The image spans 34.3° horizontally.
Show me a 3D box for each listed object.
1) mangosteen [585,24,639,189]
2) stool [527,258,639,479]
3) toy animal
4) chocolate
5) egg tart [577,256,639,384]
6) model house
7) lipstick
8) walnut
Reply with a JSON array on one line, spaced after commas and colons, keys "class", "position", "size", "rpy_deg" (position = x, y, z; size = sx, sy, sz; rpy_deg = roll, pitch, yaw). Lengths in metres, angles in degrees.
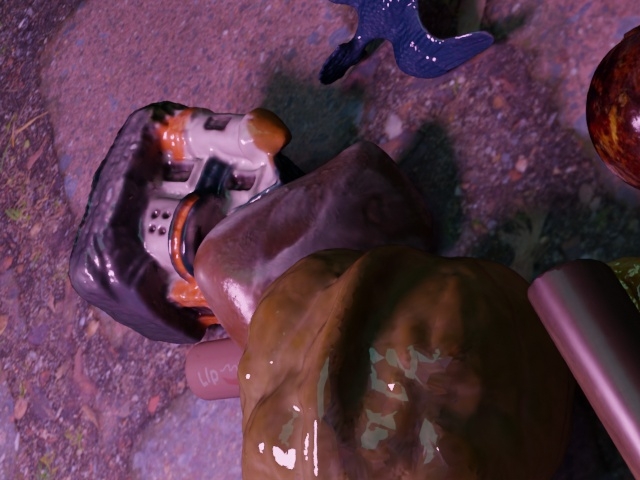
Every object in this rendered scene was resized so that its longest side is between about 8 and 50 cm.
[{"class": "mangosteen", "position": [0.329, -0.093, 0.857], "size": [0.192, 0.192, 0.217], "rpy_deg": [-29, 83, 29]}, {"class": "stool", "position": [0.320, 0.117, 0.658], "size": [0.310, 0.310, 0.226], "rpy_deg": [-30, 46, 25]}, {"class": "toy animal", "position": [0.083, -0.266, 1.170], "size": [0.239, 0.255, 0.176], "rpy_deg": [42, 72, 6]}, {"class": "chocolate", "position": [-0.001, -0.002, 1.054], "size": [0.254, 0.080, 0.157], "rpy_deg": [-31, 75, -17]}, {"class": "egg tart", "position": [0.269, 0.077, 0.899], "size": [0.130, 0.052, 0.130], "rpy_deg": [-21, 56, 35]}, {"class": "model house", "position": [-0.095, -0.023, 1.175], "size": [0.301, 0.190, 0.271], "rpy_deg": [4, 64, 37]}, {"class": "lipstick", "position": [-0.036, 0.130, 1.131], "size": [0.254, 0.070, 0.070], "rpy_deg": [-13, 62, 38]}, {"class": "walnut", "position": [0.066, 0.140, 0.894], "size": [0.282, 0.253, 0.276], "rpy_deg": [-14, 60, 55]}]
